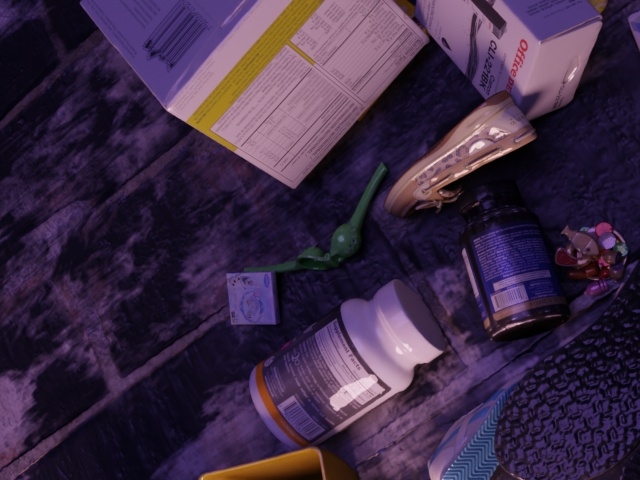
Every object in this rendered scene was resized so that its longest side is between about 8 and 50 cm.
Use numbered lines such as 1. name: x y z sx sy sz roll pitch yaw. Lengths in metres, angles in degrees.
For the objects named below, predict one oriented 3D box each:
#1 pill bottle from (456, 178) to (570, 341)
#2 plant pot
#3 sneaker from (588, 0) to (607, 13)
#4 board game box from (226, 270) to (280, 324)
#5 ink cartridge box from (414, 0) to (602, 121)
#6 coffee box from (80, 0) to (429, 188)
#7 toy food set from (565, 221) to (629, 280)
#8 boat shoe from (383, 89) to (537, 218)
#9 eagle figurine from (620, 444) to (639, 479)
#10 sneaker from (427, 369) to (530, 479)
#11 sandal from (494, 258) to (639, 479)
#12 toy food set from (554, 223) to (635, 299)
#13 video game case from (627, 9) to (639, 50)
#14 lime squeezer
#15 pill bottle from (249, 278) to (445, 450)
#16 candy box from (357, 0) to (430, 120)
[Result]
1. pill bottle: 0.272 0.027 1.396 0.123 0.123 0.219 -22 70 22
2. plant pot: -0.032 0.434 1.433 0.212 0.187 0.212 -19 71 23
3. sneaker: 0.339 -0.437 1.458 0.091 0.126 0.240 -48 63 11
4. board game box: -0.114 0.098 1.630 0.090 0.020 0.090 -2 96 29
5. ink cartridge box: 0.268 -0.332 1.421 0.114 0.197 0.273 -27 63 -17
6. coffee box: -0.103 -0.351 1.534 0.338 0.334 0.337 -48 53 11
7. toy food set: 0.402 0.016 1.388 0.083 0.020 0.082 42 100 29
8. boat shoe: 0.200 -0.106 1.443 0.089 0.104 0.285 50 135 5
9. eagle figurine: 0.408 0.338 1.167 0.298 0.226 0.225 -19 33 -4
10. sneaker: 0.242 0.268 1.379 0.229 0.092 0.087 -44 105 -6
11. sandal: 0.422 0.168 1.312 0.446 0.107 0.167 -47 61 -2
12. toy food set: 0.384 0.038 1.359 0.122 0.019 0.078 28 103 3
13. video game case: 0.632 -0.251 1.315 0.329 0.036 0.299 -23 69 22
14. lime squeezer: 0.000 0.000 1.585 0.310 0.059 0.110 -37 65 17
15. pill bottle: 0.041 0.189 1.463 0.278 0.162 0.162 -37 65 16
16. candy box: 0.094 -0.312 1.618 0.206 0.027 0.105 -50 58 10
